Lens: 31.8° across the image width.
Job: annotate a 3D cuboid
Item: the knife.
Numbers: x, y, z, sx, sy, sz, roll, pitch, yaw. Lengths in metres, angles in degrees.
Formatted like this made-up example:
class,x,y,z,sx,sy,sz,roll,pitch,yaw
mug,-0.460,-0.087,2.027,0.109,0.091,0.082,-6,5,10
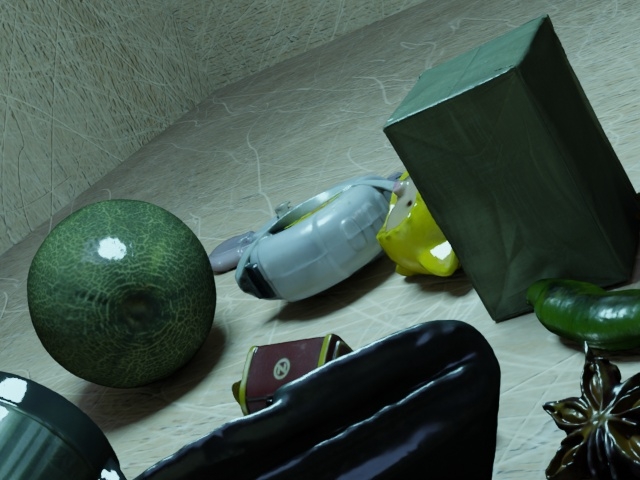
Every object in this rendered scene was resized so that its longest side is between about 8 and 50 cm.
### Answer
class,x,y,z,sx,sy,sz,roll,pitch,yaw
knife,-0.014,-0.032,1.673,0.399,0.038,0.132,-22,15,26

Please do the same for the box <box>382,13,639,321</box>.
class,x,y,z,sx,sy,sz,roll,pitch,yaw
box,0.190,-0.068,1.089,0.155,0.231,0.149,-20,19,31

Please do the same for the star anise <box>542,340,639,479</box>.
class,x,y,z,sx,sy,sz,roll,pitch,yaw
star anise,0.230,0.128,0.753,0.191,0.070,0.097,-4,58,53

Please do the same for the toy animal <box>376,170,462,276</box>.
class,x,y,z,sx,sy,sz,roll,pitch,yaw
toy animal,0.167,-0.050,1.270,0.230,0.156,0.156,-45,20,-13

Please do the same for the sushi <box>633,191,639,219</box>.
class,x,y,z,sx,sy,sz,roll,pitch,yaw
sushi,0.335,-0.041,1.083,0.055,0.052,0.120,-20,19,33

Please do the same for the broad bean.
class,x,y,z,sx,sy,sz,roll,pitch,yaw
broad bean,0.292,0.043,0.931,0.292,0.049,0.144,-17,14,30

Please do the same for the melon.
class,x,y,z,sx,sy,sz,roll,pitch,yaw
melon,-0.253,0.065,1.437,0.237,0.237,0.302,-33,16,-11

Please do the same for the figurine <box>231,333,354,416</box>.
class,x,y,z,sx,sy,sz,roll,pitch,yaw
figurine,-0.028,0.158,1.100,0.154,0.082,0.098,-15,41,41

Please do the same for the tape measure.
class,x,y,z,sx,sy,sz,roll,pitch,yaw
tape measure,0.000,0.000,1.406,0.236,0.120,0.197,-26,10,31

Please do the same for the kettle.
class,x,y,z,sx,sy,sz,roll,pitch,yaw
kettle,-0.316,0.293,1.032,0.207,0.251,0.271,-56,3,43

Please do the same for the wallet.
class,x,y,z,sx,sy,sz,roll,pitch,yaw
wallet,-0.004,0.167,0.627,0.228,0.062,0.406,-31,-21,-5
